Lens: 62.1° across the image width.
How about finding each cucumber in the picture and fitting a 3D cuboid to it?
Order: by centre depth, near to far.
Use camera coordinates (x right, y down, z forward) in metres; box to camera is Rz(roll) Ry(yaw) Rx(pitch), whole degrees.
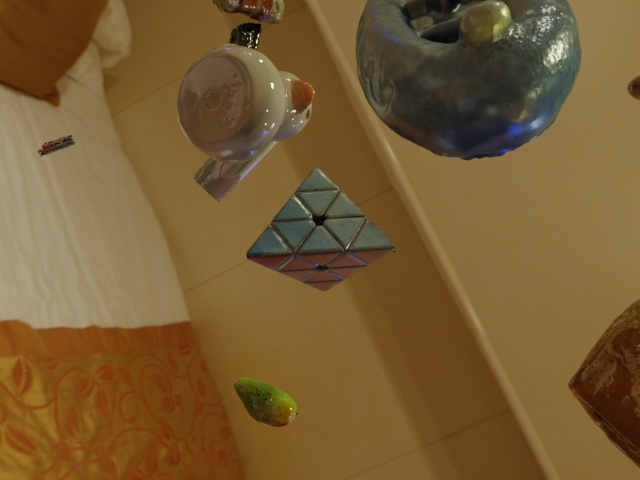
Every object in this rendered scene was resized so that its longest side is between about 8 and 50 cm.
[{"bbox_3d":[-0.188,-0.388,1.243,0.077,0.077,0.265,40,54,-69],"label":"cucumber"}]

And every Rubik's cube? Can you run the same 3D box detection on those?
[{"bbox_3d":[0.001,0.002,1.204,0.233,0.229,0.228,41,9,-9],"label":"Rubik's cube"}]

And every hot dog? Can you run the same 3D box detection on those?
[{"bbox_3d":[-0.162,-0.566,1.185,0.103,0.146,0.213,25,17,31],"label":"hot dog"}]

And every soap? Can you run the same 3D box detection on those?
[{"bbox_3d":[-0.250,-0.293,1.716,0.115,0.347,0.208,44,5,-17],"label":"soap"}]

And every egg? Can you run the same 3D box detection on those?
[{"bbox_3d":[0.831,-0.392,1.357,0.083,0.071,0.071,27,-26,55],"label":"egg"}]

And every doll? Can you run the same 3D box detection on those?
[{"bbox_3d":[-0.131,-0.249,0.989,0.221,0.251,0.221,35,49,-55],"label":"doll"}]

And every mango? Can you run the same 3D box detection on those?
[{"bbox_3d":[-0.182,0.512,1.688,0.232,0.111,0.125,24,4,21],"label":"mango"}]

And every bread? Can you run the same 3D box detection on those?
[{"bbox_3d":[0.487,0.197,0.756,0.099,0.235,0.210,26,21,-37],"label":"bread"}]

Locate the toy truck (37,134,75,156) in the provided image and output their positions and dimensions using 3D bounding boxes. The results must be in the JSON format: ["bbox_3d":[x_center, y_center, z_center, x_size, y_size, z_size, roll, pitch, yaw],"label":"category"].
[{"bbox_3d":[-0.618,-0.221,1.244,0.032,0.083,0.024,49,-24,44],"label":"toy truck"}]

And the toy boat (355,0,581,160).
[{"bbox_3d":[0.137,-0.221,0.544,0.330,0.215,0.123,-90,165,-45],"label":"toy boat"}]
